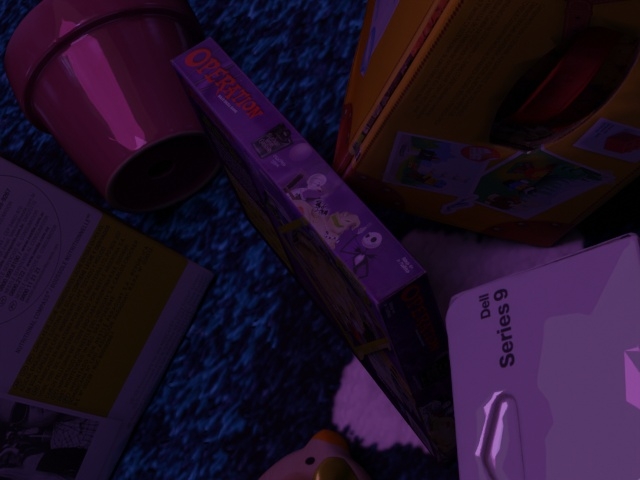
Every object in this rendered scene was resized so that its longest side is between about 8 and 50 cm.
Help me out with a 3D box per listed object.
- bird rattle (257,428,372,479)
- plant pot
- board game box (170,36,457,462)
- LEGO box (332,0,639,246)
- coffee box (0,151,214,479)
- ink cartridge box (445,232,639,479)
[{"bbox_3d":[-0.009,0.265,1.015,0.253,0.143,0.207,-54,32,22],"label":"bird rattle"},{"bbox_3d":[-0.188,-0.135,1.304,0.201,0.201,0.180,-38,65,19],"label":"plant pot"},{"bbox_3d":[0.000,0.000,1.054,0.056,0.208,0.347,-35,47,-6],"label":"board game box"},{"bbox_3d":[0.177,-0.256,0.855,0.500,0.193,0.373,124,158,-70],"label":"LEGO box"},{"bbox_3d":[-0.377,0.067,1.242,0.337,0.334,0.338,25,85,44],"label":"coffee box"},{"bbox_3d":[0.202,0.153,0.744,0.121,0.289,0.211,-22,55,30],"label":"ink cartridge box"}]
